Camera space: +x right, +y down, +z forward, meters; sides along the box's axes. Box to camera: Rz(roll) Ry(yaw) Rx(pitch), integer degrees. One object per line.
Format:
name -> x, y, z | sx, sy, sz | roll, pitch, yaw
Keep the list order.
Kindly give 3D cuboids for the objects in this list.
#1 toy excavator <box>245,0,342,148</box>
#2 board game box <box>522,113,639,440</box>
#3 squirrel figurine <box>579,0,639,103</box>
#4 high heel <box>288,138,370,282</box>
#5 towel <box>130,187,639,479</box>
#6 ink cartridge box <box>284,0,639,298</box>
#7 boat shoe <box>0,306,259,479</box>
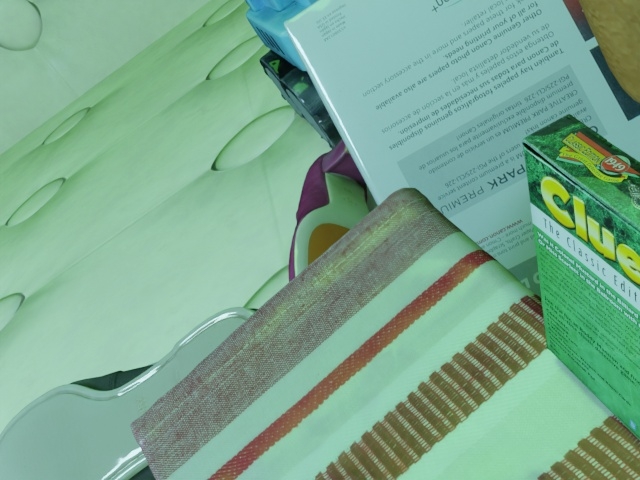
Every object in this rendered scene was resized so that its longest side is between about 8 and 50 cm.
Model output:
toy excavator -> -0.024, -0.333, 0.993 | 0.222, 0.445, 0.433 | -38, 24, 0
board game box -> 0.163, 0.070, 0.314 | 0.030, 0.136, 0.260 | -30, 44, -9
squirrel figurine -> 0.258, -0.112, 0.298 | 0.370, 0.281, 0.397 | -12, 39, 33
high heel -> 0.000, 0.000, 0.856 | 0.117, 0.082, 0.244 | 127, 159, -46
towel -> 0.047, 0.129, 0.466 | 0.237, 0.037, 0.329 | -41, 43, 0
ink cartridge box -> 0.177, -0.116, 0.669 | 0.309, 0.272, 0.130 | -28, -5, 19
boat shoe -> -0.135, 0.152, 0.749 | 0.335, 0.095, 0.112 | -28, 62, 28
